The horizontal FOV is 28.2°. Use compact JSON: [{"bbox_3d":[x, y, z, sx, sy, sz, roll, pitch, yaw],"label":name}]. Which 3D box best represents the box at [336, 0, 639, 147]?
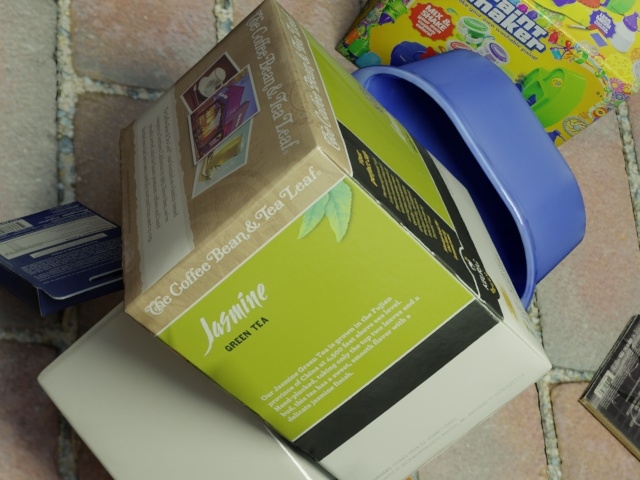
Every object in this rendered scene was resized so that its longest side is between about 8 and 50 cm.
[{"bbox_3d":[0.227,-0.269,1.584,0.290,0.279,0.177,36,58,-9],"label":"box"}]

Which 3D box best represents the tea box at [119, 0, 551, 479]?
[{"bbox_3d":[0.000,0.000,1.189,0.323,0.220,0.329,43,16,-28],"label":"tea box"}]

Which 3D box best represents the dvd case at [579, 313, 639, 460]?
[{"bbox_3d":[0.450,0.225,1.651,0.221,0.018,0.164,44,56,-4],"label":"dvd case"}]

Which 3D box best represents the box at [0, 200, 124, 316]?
[{"bbox_3d":[-0.250,0.019,1.272,0.136,0.225,0.036,-19,115,-32],"label":"box"}]

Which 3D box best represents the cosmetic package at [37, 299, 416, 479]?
[{"bbox_3d":[-0.041,0.238,1.248,0.453,0.161,0.230,51,16,1],"label":"cosmetic package"}]

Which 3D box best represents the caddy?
[{"bbox_3d":[0.139,-0.054,1.477,0.179,0.241,0.341,-29,84,-40],"label":"caddy"}]
